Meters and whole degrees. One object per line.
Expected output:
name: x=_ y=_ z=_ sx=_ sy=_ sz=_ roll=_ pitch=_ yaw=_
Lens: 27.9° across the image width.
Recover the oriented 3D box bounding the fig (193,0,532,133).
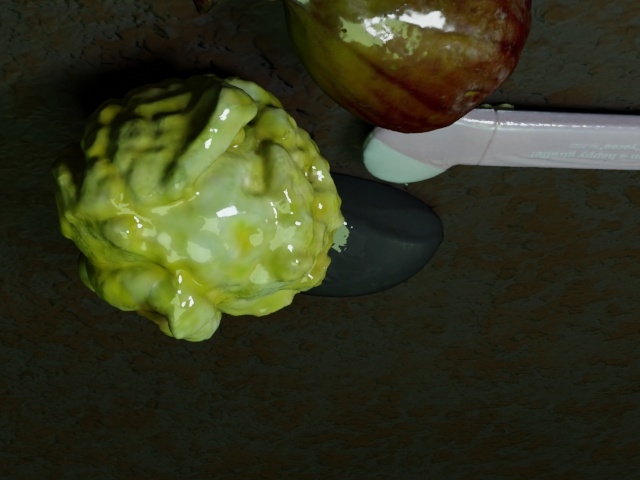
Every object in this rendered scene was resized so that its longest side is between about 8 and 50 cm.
fig: x=0.024 y=-0.167 z=0.942 sx=0.274 sy=0.145 sz=0.170 roll=4 pitch=148 yaw=-40

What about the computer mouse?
computer mouse: x=0.000 y=0.000 z=1.261 sx=0.270 sy=0.086 sz=0.137 roll=13 pitch=142 yaw=-23

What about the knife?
knife: x=0.235 y=-0.095 z=1.190 sx=0.399 sy=0.038 sz=0.132 roll=2 pitch=148 yaw=-12

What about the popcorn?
popcorn: x=-0.103 y=-0.032 z=1.090 sx=0.256 sy=0.195 sz=0.255 roll=16 pitch=127 yaw=-23
